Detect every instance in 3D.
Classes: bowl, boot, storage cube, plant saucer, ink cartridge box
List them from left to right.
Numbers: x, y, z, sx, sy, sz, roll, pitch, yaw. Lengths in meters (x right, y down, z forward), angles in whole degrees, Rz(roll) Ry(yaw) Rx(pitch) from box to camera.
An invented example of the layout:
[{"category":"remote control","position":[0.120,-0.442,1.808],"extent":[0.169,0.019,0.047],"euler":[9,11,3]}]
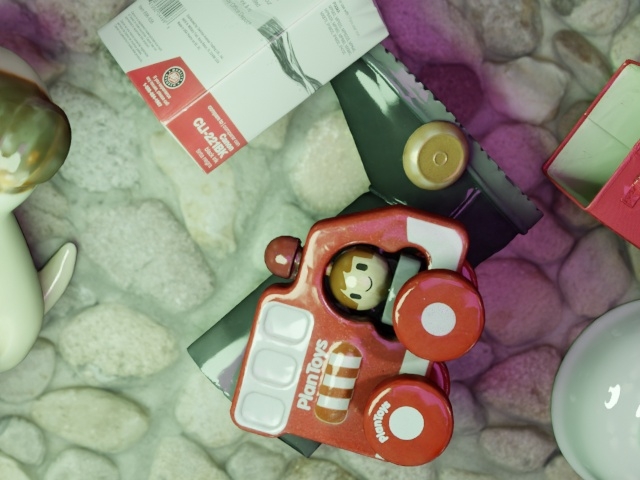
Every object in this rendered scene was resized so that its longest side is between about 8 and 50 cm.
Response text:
[{"category":"ink cartridge box","position":[-0.089,-0.241,1.318],"extent":[0.273,0.197,0.114],"euler":[-38,143,0]},{"category":"boot","position":[0.001,0.002,1.425],"extent":[0.445,0.146,0.367],"euler":[-44,101,6]},{"category":"plant saucer","position":[0.138,-0.097,1.338],"extent":[0.083,0.015,0.083],"euler":[-5,108,-15]},{"category":"storage cube","position":[0.426,-0.086,1.425],"extent":[0.193,0.215,0.184],"euler":[33,102,-14]},{"category":"bowl","position":[0.471,0.231,1.530],"extent":[0.297,0.134,0.298],"euler":[-1,100,-8]}]

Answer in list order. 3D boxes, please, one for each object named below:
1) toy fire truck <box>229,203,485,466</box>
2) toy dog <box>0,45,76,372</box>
[{"category":"toy fire truck","position":[0.044,0.103,1.310],"extent":[0.253,0.169,0.302],"euler":[15,102,1]},{"category":"toy dog","position":[-0.399,-0.013,1.218],"extent":[0.395,0.284,0.408],"euler":[-6,130,-37]}]
